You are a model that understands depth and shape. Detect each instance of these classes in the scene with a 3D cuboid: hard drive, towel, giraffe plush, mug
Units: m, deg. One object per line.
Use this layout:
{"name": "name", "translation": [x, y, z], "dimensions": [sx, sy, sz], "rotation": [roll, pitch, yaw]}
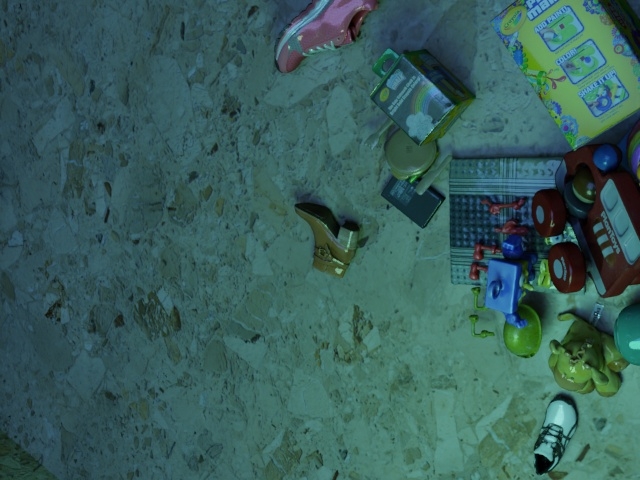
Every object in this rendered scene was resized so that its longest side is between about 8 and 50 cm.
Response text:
{"name": "hard drive", "translation": [0.220, -0.104, 1.844], "dimensions": [0.135, 0.022, 0.094], "rotation": [41, 121, 14]}
{"name": "towel", "translation": [0.444, -0.036, 1.726], "dimensions": [0.324, 0.056, 0.312], "rotation": [5, 105, 32]}
{"name": "giraffe plush", "translation": [0.567, 0.260, 1.666], "dimensions": [0.181, 0.170, 0.210], "rotation": [6, 108, 29]}
{"name": "mug", "translation": [0.676, 0.209, 1.610], "dimensions": [0.097, 0.129, 0.158], "rotation": [-7, 102, 35]}

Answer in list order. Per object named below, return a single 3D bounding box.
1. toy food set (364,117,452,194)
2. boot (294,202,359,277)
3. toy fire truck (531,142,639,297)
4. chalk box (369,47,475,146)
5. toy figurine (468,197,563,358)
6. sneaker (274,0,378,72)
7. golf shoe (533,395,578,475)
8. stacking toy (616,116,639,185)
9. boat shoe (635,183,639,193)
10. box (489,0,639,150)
{"name": "toy food set", "translation": [0.210, -0.207, 1.802], "dimensions": [0.132, 0.038, 0.192], "rotation": [-48, 71, 11]}
{"name": "boot", "translation": [0.000, 0.000, 1.981], "dimensions": [0.197, 0.073, 0.152], "rotation": [30, 123, 22]}
{"name": "toy fire truck", "translation": [0.533, -0.050, 1.457], "dimensions": [0.254, 0.169, 0.302], "rotation": [97, 165, -61]}
{"name": "chalk box", "translation": [0.210, -0.335, 1.713], "dimensions": [0.213, 0.132, 0.132], "rotation": [48, 124, 10]}
{"name": "toy figurine", "translation": [0.377, 0.102, 1.640], "dimensions": [0.191, 0.217, 0.363], "rotation": [14, 110, 29]}
{"name": "sneaker", "translation": [0.010, -0.484, 1.792], "dimensions": [0.136, 0.116, 0.314], "rotation": [49, 123, 6]}
{"name": "golf shoe", "translation": [0.544, 0.461, 1.792], "dimensions": [0.077, 0.094, 0.198], "rotation": [17, 112, 27]}
{"name": "stacking toy", "translation": [0.631, -0.153, 1.417], "dimensions": [0.165, 0.302, 0.175], "rotation": [40, 120, 14]}
{"name": "boat shoe", "translation": [0.634, -0.026, 1.615], "dimensions": [0.065, 0.075, 0.206], "rotation": [-109, 32, -50]}
{"name": "box", "translation": [0.499, -0.352, 1.439], "dimensions": [0.177, 0.290, 0.279], "rotation": [-35, 87, 34]}
